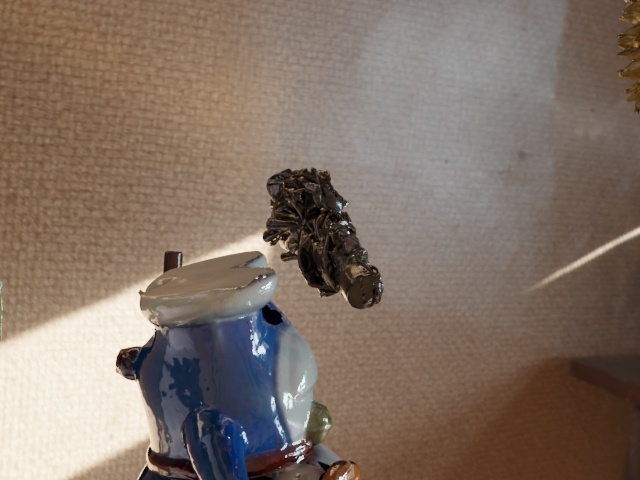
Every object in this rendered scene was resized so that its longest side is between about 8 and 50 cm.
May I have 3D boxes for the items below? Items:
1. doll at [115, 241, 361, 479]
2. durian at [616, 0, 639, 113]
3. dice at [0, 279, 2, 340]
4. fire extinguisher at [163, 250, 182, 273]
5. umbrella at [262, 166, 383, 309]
[{"bbox_3d":[-0.042,0.134,0.518,0.161,0.215,0.257,-4,98,4],"label":"doll"},{"bbox_3d":[0.292,-0.184,0.638,0.137,0.250,0.183,11,59,6],"label":"durian"},{"bbox_3d":[-0.813,0.151,1.635,0.322,0.330,0.319,12,72,-52],"label":"dice"},{"bbox_3d":[-0.186,0.064,1.151,0.046,0.032,0.100,0,93,-56],"label":"fire extinguisher"},{"bbox_3d":[-0.006,0.009,1.283,0.128,0.337,0.154,8,124,-23],"label":"umbrella"}]
